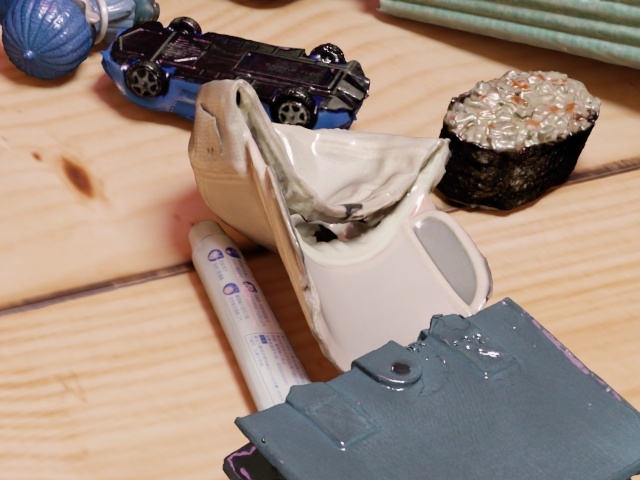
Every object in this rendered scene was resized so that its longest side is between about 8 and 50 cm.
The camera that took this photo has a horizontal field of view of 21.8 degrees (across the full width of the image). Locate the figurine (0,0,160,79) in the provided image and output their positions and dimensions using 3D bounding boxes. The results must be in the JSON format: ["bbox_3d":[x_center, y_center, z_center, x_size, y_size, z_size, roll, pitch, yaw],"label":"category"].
[{"bbox_3d":[-0.200,-0.179,1.360,0.086,0.087,0.149,-11,4,39],"label":"figurine"}]

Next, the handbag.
[{"bbox_3d":[0.074,0.124,0.987,0.229,0.062,0.179,-20,50,-35],"label":"handbag"}]

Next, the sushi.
[{"bbox_3d":[0.154,-0.082,1.298,0.090,0.078,0.150,35,41,31],"label":"sushi"}]

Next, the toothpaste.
[{"bbox_3d":[-0.044,0.061,1.088,0.052,0.033,0.218,-2,39,-25],"label":"toothpaste"}]

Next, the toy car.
[{"bbox_3d":[-0.070,-0.122,1.313,0.216,0.063,0.103,12,34,12],"label":"toy car"}]

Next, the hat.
[{"bbox_3d":[0.000,0.000,1.144,0.219,0.164,0.226,14,66,-42],"label":"hat"}]

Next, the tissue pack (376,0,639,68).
[{"bbox_3d":[0.276,-0.272,1.480,0.388,0.162,0.287,16,35,27],"label":"tissue pack"}]
